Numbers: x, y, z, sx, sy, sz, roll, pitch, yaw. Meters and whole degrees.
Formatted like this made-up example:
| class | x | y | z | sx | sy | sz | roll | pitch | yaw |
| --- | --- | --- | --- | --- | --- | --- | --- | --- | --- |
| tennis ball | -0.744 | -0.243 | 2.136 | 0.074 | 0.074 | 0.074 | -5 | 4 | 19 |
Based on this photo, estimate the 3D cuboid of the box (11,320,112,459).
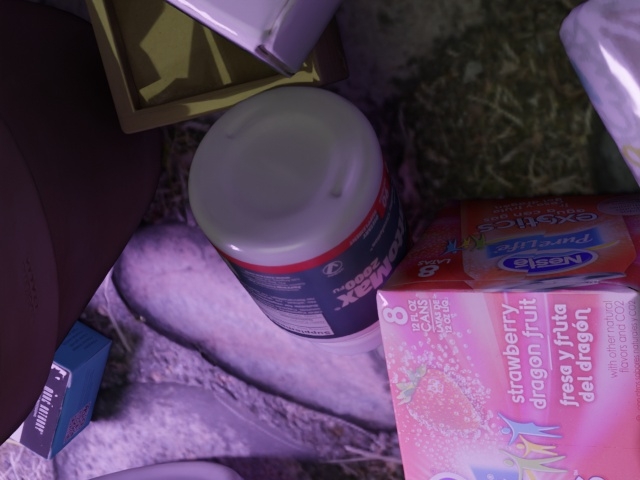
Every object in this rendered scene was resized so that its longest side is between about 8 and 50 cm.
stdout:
| class | x | y | z | sx | sy | sz | roll | pitch | yaw |
| --- | --- | --- | --- | --- | --- | --- | --- | --- | --- |
| box | -0.300 | 0.075 | 0.825 | 0.244 | 0.060 | 0.101 | 28 | 120 | 11 |

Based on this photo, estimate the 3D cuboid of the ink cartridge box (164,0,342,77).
| class | x | y | z | sx | sy | sz | roll | pitch | yaw |
| --- | --- | --- | --- | --- | --- | --- | --- | --- | --- |
| ink cartridge box | -0.079 | -0.234 | 0.474 | 0.272 | 0.114 | 0.197 | 33 | 96 | 6 |

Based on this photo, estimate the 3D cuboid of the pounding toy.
| class | x | y | z | sx | sy | sz | roll | pitch | yaw |
| --- | --- | --- | --- | --- | --- | --- | --- | --- | --- |
| pounding toy | -0.098 | -0.176 | 0.598 | 0.181 | 0.094 | 0.206 | -12 | 99 | 15 |

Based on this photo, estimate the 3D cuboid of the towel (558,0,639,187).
| class | x | y | z | sx | sy | sz | roll | pitch | yaw |
| --- | --- | --- | --- | --- | --- | --- | --- | --- | --- |
| towel | 0.345 | -0.058 | 0.445 | 0.374 | 0.090 | 0.321 | -29 | 86 | 31 |

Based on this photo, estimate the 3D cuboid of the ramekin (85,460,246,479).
| class | x | y | z | sx | sy | sz | roll | pitch | yaw |
| --- | --- | --- | --- | --- | --- | --- | --- | --- | --- |
| ramekin | -0.150 | 0.262 | 0.730 | 0.272 | 0.273 | 0.127 | -11 | 95 | 28 |

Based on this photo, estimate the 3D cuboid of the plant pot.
| class | x | y | z | sx | sy | sz | roll | pitch | yaw |
| --- | --- | --- | --- | --- | --- | --- | --- | --- | --- |
| plant pot | -0.250 | -0.035 | 0.627 | 0.323 | 0.280 | 0.323 | 10 | 115 | 21 |

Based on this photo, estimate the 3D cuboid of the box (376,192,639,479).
| class | x | y | z | sx | sy | sz | roll | pitch | yaw |
| --- | --- | --- | --- | --- | --- | --- | --- | --- | --- |
| box | 0.142 | 0.136 | 0.601 | 0.142 | 0.154 | 0.300 | -1 | 112 | 24 |

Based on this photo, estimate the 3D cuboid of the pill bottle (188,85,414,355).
| class | x | y | z | sx | sy | sz | roll | pitch | yaw |
| --- | --- | --- | --- | --- | --- | --- | --- | --- | --- |
| pill bottle | 0.000 | 0.000 | 0.591 | 0.107 | 0.108 | 0.180 | 10 | 157 | 20 |
